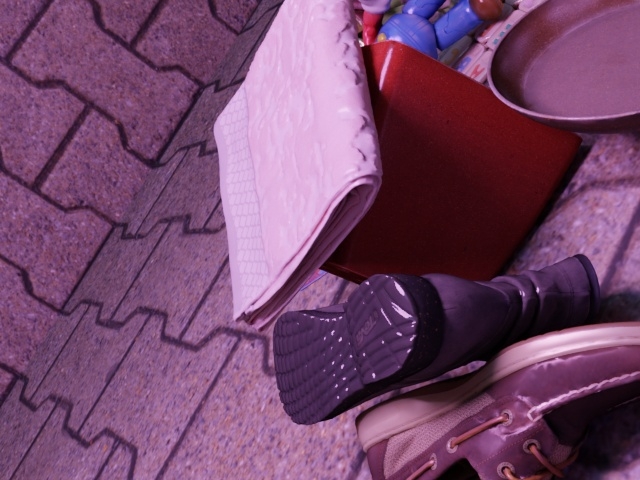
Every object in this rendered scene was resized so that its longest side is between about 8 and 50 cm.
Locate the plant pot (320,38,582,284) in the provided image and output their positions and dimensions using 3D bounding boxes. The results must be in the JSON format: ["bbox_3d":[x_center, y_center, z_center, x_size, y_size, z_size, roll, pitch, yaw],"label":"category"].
[{"bbox_3d":[0.091,-0.058,1.100,0.267,0.267,0.236,11,80,65],"label":"plant pot"}]

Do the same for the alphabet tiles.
[{"bbox_3d":[0.287,-0.350,1.409,0.278,0.021,0.284,-49,23,12],"label":"alphabet tiles"}]

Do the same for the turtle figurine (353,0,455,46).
[{"bbox_3d":[0.108,-0.317,1.610,0.266,0.274,0.198,-39,-5,-17],"label":"turtle figurine"}]

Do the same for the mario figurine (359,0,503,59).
[{"bbox_3d":[0.117,-0.270,1.379,0.320,0.170,0.198,-47,51,7],"label":"mario figurine"}]

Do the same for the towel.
[{"bbox_3d":[-0.038,-0.110,1.057,0.317,0.053,0.332,-51,38,46],"label":"towel"}]

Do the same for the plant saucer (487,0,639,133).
[{"bbox_3d":[0.326,-0.198,0.956,0.310,0.050,0.310,-18,35,13],"label":"plant saucer"}]

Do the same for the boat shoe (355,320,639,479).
[{"bbox_3d":[0.173,0.168,0.806,0.342,0.123,0.123,-27,59,36],"label":"boat shoe"}]

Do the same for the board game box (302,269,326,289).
[{"bbox_3d":[0.000,0.000,1.455,0.169,0.033,0.133,-36,28,38],"label":"board game box"}]

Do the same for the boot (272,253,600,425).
[{"bbox_3d":[0.101,0.102,0.922,0.338,0.223,0.118,-26,72,61],"label":"boot"}]
